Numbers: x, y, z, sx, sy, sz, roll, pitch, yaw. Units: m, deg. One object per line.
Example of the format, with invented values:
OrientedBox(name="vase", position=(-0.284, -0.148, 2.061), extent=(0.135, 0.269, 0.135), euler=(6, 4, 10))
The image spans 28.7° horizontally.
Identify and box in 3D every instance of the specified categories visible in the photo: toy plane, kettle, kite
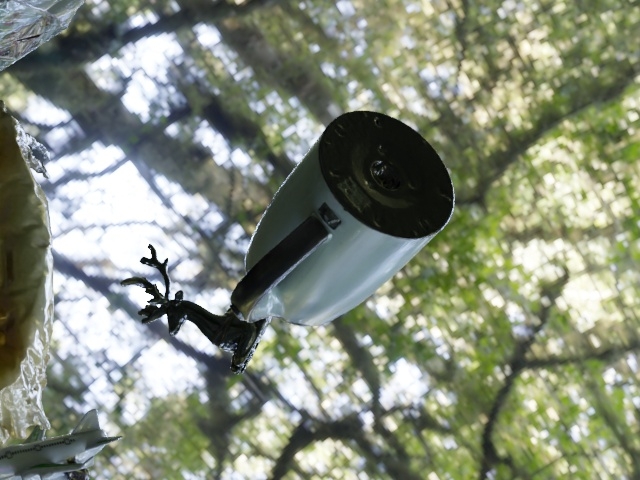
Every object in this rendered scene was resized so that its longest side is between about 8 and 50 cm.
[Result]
OrientedBox(name="toy plane", position=(-0.454, 0.363, 2.036), extent=(0.255, 0.101, 0.251), euler=(-22, -163, -26))
OrientedBox(name="kettle", position=(0.000, 0.000, 1.362), extent=(0.221, 0.161, 0.236), euler=(-35, 172, -42))
OrientedBox(name="kite", position=(-0.385, -0.209, 1.397), extent=(0.250, 0.012, 0.229), euler=(-30, 173, -36))

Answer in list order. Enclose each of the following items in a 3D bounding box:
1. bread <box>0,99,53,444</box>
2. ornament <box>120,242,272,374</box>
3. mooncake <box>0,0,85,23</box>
OrientedBox(name="bread", position=(-0.411, 0.033, 1.361), extent=(0.183, 0.236, 0.388), euler=(125, -37, -63))
OrientedBox(name="ornament", position=(-0.186, 0.079, 1.972), extent=(0.202, 0.236, 0.080), euler=(-63, 179, -40))
OrientedBox(name="mooncake", position=(-0.418, -0.320, 1.608), extent=(0.275, 0.135, 0.275), euler=(-26, 178, -1))
